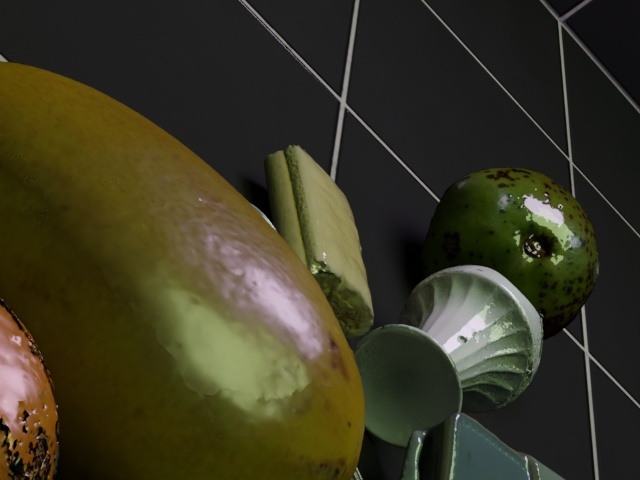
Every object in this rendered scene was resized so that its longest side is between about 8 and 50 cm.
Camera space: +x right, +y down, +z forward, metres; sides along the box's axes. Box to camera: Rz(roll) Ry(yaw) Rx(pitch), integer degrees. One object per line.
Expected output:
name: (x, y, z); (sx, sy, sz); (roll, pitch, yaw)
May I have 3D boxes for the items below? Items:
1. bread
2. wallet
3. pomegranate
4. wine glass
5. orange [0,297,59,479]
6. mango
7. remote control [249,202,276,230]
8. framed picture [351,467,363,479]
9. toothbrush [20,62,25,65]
bread: (0.000, 0.000, 1.769); (0.139, 0.060, 0.178); (42, 26, -45)
wallet: (0.202, 0.335, 1.652); (0.360, 0.083, 0.252); (37, 50, -36)
pomegranate: (0.219, 0.026, 2.022); (0.214, 0.214, 0.248); (58, -12, 7)
wine glass: (0.126, 0.124, 1.742); (0.165, 0.165, 0.196); (56, 29, 2)
orange: (-0.272, 0.110, 1.043); (0.234, 0.182, 0.234); (26, 45, -29)
mango: (-0.151, 0.048, 1.269); (0.445, 0.232, 0.300); (48, 29, 3)
remote control: (-0.115, -0.002, 1.598); (0.244, 0.047, 0.087); (7, 56, -58)
framed picture: (-0.050, 0.161, 1.552); (0.231, 0.010, 0.173); (10, 51, -56)
toothbrush: (-0.214, -0.029, 1.477); (0.030, 0.030, 0.297); (-4, 62, -50)
